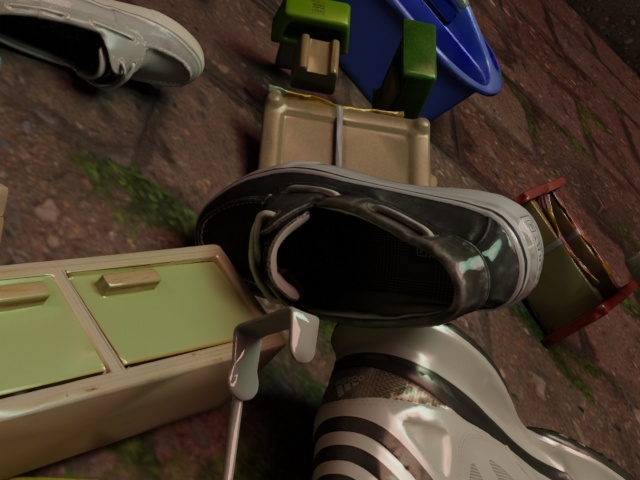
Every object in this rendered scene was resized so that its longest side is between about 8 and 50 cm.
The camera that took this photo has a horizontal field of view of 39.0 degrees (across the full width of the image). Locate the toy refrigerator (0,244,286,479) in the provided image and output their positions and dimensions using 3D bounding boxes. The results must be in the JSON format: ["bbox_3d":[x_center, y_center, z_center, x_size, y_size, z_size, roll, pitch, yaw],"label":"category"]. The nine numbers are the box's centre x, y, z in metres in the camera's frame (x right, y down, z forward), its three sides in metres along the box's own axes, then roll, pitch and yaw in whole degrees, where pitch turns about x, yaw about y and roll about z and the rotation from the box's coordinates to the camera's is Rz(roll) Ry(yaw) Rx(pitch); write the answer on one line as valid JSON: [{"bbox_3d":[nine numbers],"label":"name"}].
[{"bbox_3d":[-0.148,0.072,0.601,0.269,0.094,0.102,-6,55,-56],"label":"toy refrigerator"}]

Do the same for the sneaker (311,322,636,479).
[{"bbox_3d":[0.137,0.279,0.767,0.447,0.169,0.257,41,50,-28],"label":"sneaker"}]

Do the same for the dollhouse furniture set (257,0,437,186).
[{"bbox_3d":[0.021,-0.111,1.049,0.197,0.151,0.301,9,60,-10],"label":"dollhouse furniture set"}]

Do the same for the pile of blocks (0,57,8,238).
[{"bbox_3d":[-0.310,-0.161,0.597,0.112,0.149,0.362,-3,60,-55],"label":"pile of blocks"}]

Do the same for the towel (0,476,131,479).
[{"bbox_3d":[-0.169,0.189,0.539,0.237,0.021,0.102,17,39,-43],"label":"towel"}]

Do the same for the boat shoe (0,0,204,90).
[{"bbox_3d":[-0.209,-0.179,0.835,0.227,0.079,0.081,18,53,-36],"label":"boat shoe"}]

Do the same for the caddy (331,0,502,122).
[{"bbox_3d":[0.130,-0.330,1.340,0.341,0.179,0.241,50,31,-3],"label":"caddy"}]

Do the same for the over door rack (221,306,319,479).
[{"bbox_3d":[-0.148,0.155,0.435,0.239,0.108,0.324,25,71,-36],"label":"over door rack"}]

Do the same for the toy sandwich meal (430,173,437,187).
[{"bbox_3d":[0.120,-0.091,1.214,0.085,0.029,0.085,34,34,-27],"label":"toy sandwich meal"}]

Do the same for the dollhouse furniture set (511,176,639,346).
[{"bbox_3d":[0.414,-0.034,1.213,0.152,0.374,0.201,-19,74,-54],"label":"dollhouse furniture set"}]

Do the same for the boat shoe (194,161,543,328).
[{"bbox_3d":[0.000,0.000,0.699,0.119,0.335,0.121,-13,100,-47],"label":"boat shoe"}]
